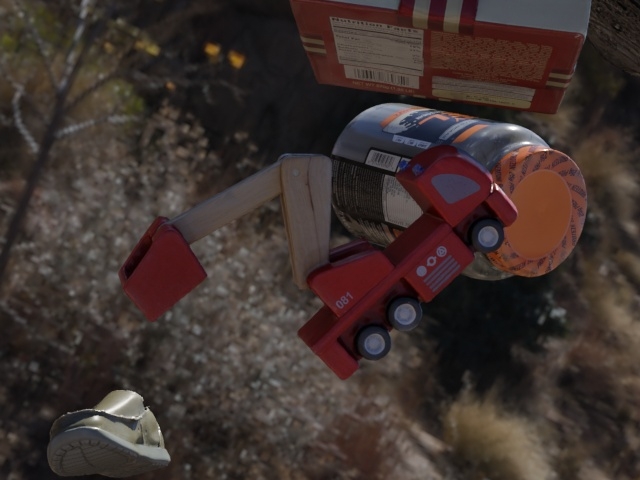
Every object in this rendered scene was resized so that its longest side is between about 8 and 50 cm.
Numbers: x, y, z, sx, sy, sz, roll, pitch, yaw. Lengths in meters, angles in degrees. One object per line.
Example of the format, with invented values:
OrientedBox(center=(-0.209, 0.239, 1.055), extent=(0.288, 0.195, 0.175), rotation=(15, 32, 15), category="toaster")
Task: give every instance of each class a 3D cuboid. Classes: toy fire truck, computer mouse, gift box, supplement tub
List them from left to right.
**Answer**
OrientedBox(center=(0.000, 0.000, 0.663), extent=(0.135, 0.192, 0.047), rotation=(48, -3, -15), category="toy fire truck")
OrientedBox(center=(0.103, -0.263, 0.992), extent=(0.255, 0.258, 0.276), rotation=(10, -7, 2), category="gift box")
OrientedBox(center=(0.167, -0.062, 1.512), extent=(0.193, 0.193, 0.316), rotation=(24, -2, -37), category="supplement tub")
OrientedBox(center=(0.360, -0.272, 1.349), extent=(0.188, 0.072, 0.272), rotation=(40, -6, 16), category="computer mouse")

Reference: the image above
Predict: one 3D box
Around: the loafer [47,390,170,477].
OrientedBox(center=(-0.244, 0.216, 1.363), extent=(0.094, 0.087, 0.251), rotation=(-15, -17, 4), category="loafer")
